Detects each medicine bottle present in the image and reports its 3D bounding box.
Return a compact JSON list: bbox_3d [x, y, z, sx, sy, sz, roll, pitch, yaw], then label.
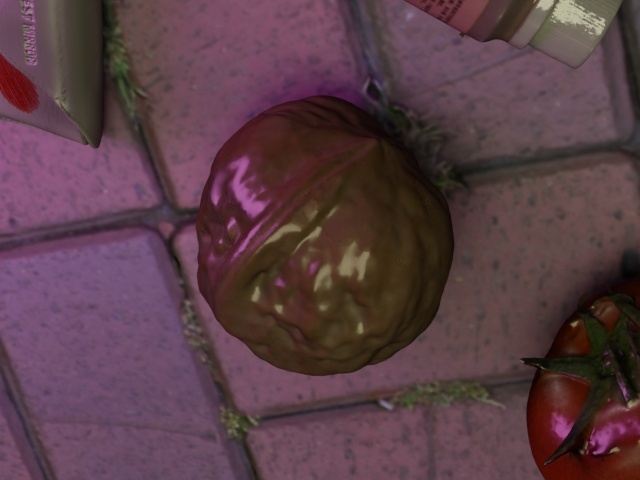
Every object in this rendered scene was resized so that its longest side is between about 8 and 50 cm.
[{"bbox_3d":[0.146,-0.255,1.415,0.247,0.147,0.147,28,119,-3],"label":"medicine bottle"}]

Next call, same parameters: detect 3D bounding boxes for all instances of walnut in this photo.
[{"bbox_3d":[-0.001,-0.002,1.528,0.227,0.273,0.273,2,123,-25],"label":"walnut"}]

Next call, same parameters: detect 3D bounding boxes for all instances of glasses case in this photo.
[{"bbox_3d":[-0.277,-0.231,1.550,0.128,0.083,0.308,6,118,8],"label":"glasses case"}]

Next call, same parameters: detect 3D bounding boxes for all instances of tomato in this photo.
[{"bbox_3d":[0.326,0.162,1.539,0.256,0.255,0.224,-30,124,24],"label":"tomato"}]
